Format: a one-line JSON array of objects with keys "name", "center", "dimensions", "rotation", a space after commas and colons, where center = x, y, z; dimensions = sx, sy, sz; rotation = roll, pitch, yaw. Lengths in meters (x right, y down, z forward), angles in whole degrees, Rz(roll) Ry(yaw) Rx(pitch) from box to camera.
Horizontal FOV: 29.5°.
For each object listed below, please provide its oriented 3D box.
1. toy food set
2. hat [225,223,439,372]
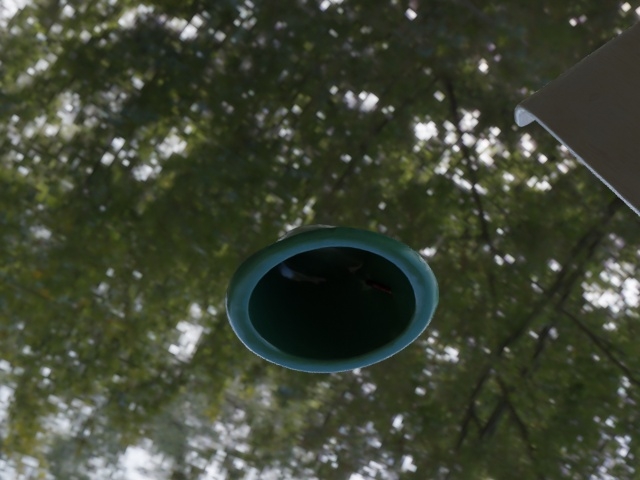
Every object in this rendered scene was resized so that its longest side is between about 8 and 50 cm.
[{"name": "toy food set", "center": [0.339, -0.086, 1.053], "dimensions": [0.220, 0.092, 0.306], "rotation": [-34, -132, -4]}, {"name": "hat", "center": [0.000, 0.000, 1.088], "dimensions": [0.208, 0.173, 0.183], "rotation": [-29, -143, 25]}]
